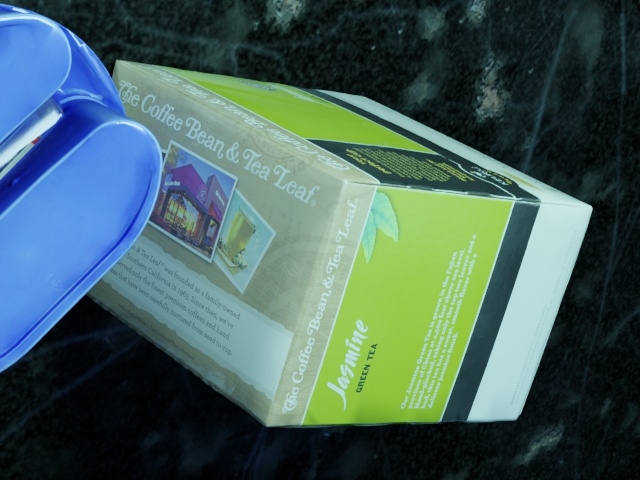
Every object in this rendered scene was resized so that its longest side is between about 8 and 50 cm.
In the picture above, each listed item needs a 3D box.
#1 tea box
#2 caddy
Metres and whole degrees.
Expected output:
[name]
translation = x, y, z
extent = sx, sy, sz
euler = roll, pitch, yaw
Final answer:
[tea box]
translation = 0.000, 0.000, 1.496
extent = 0.323, 0.329, 0.220
euler = 6, 108, -43
[caddy]
translation = -0.292, -0.037, 1.324
extent = 0.341, 0.179, 0.241
euler = -46, 111, -15
